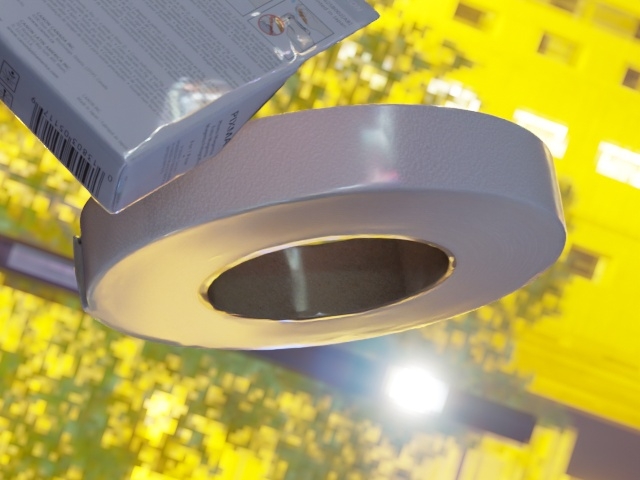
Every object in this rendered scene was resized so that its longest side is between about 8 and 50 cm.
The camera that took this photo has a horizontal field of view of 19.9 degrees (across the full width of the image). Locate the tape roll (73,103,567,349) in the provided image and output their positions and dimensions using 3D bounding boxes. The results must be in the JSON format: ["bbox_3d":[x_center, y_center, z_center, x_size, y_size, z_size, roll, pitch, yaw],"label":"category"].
[{"bbox_3d":[0.000,0.000,1.457,0.392,0.392,0.072,131,-46,-62],"label":"tape roll"}]

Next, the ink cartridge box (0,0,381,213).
[{"bbox_3d":[-0.106,-0.141,1.170,0.232,0.189,0.066,-31,159,-40],"label":"ink cartridge box"}]
